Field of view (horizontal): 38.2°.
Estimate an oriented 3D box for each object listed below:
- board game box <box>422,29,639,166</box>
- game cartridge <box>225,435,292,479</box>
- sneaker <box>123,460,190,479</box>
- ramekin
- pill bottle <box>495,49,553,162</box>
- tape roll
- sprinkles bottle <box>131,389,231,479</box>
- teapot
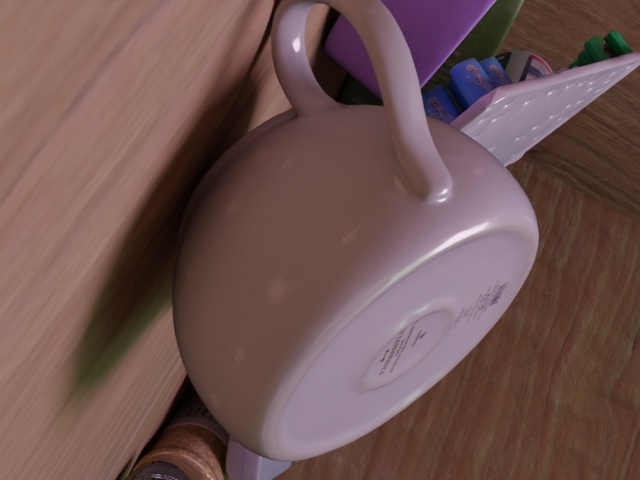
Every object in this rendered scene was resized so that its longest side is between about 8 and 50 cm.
[{"bbox_3d":[0.125,-0.081,1.003,0.390,0.050,0.390,-40,169,38],"label":"board game box"},{"bbox_3d":[-0.052,0.173,1.247,0.198,0.062,0.297,9,94,-70],"label":"game cartridge"},{"bbox_3d":[-0.276,0.445,1.081,0.182,0.158,0.410,12,-102,54],"label":"sneaker"},{"bbox_3d":[0.140,-0.241,1.243,0.303,0.148,0.303,-61,178,-3],"label":"ramekin"},{"bbox_3d":[0.252,-0.177,1.247,0.108,0.108,0.180,-62,177,38],"label":"pill bottle"},{"bbox_3d":[0.122,-0.242,0.790,0.275,0.090,0.275,-50,-179,2],"label":"tape roll"},{"bbox_3d":[-0.160,0.279,1.330,0.121,0.121,0.355,-62,178,16],"label":"sprinkles bottle"},{"bbox_3d":[0.000,0.000,0.591,0.256,0.187,0.252,-45,154,10],"label":"teapot"}]
